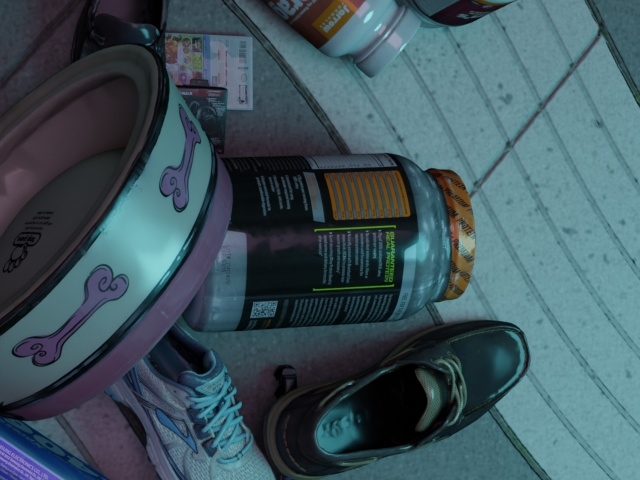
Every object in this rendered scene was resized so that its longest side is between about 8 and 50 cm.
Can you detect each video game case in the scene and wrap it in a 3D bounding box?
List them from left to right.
[{"bbox_3d":[-0.139,-0.195,1.704,0.122,0.011,0.087,0,88,-17],"label":"video game case"}]

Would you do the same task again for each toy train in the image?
[{"bbox_3d":[-0.036,0.223,1.702,0.027,0.036,0.158,-1,88,-16],"label":"toy train"}]

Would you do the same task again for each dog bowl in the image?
[{"bbox_3d":[-0.259,0.002,1.474,0.150,0.408,0.408,44,76,-30],"label":"dog bowl"}]

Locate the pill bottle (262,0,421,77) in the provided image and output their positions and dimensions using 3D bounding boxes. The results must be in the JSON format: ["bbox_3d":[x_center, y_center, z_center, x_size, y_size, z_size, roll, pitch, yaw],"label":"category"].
[{"bbox_3d":[0.007,-0.290,1.694,0.216,0.121,0.121,40,78,-11],"label":"pill bottle"}]

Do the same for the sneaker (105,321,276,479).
[{"bbox_3d":[-0.139,0.184,1.599,0.283,0.122,0.110,50,46,-3],"label":"sneaker"}]

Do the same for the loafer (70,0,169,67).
[{"bbox_3d":[-0.216,-0.256,1.634,0.109,0.095,0.303,10,83,-5],"label":"loafer"}]

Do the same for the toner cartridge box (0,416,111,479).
[{"bbox_3d":[-0.260,0.278,1.530,0.348,0.165,0.075,34,87,-1],"label":"toner cartridge box"}]

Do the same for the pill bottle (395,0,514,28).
[{"bbox_3d":[0.164,-0.312,1.689,0.121,0.221,0.121,1,87,-16],"label":"pill bottle"}]

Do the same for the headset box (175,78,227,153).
[{"bbox_3d":[-0.140,-0.142,1.680,0.062,0.032,0.083,0,101,-16],"label":"headset box"}]

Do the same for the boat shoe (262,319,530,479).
[{"bbox_3d":[0.110,0.187,1.685,0.355,0.130,0.132,-23,97,-26],"label":"boat shoe"}]

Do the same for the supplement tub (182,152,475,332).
[{"bbox_3d":[0.000,0.000,1.642,0.316,0.193,0.194,-2,88,-16],"label":"supplement tub"}]
